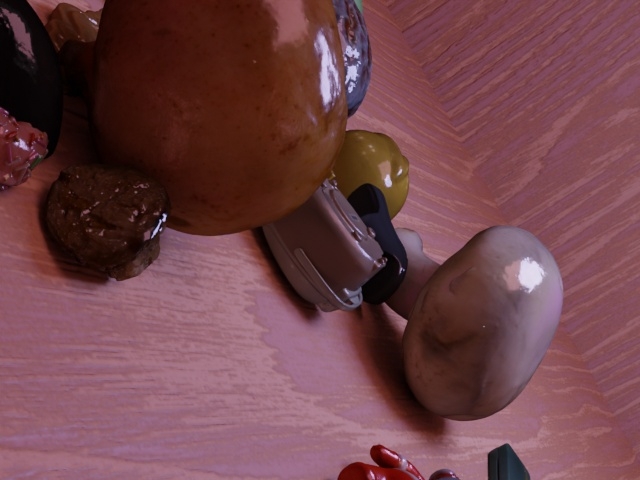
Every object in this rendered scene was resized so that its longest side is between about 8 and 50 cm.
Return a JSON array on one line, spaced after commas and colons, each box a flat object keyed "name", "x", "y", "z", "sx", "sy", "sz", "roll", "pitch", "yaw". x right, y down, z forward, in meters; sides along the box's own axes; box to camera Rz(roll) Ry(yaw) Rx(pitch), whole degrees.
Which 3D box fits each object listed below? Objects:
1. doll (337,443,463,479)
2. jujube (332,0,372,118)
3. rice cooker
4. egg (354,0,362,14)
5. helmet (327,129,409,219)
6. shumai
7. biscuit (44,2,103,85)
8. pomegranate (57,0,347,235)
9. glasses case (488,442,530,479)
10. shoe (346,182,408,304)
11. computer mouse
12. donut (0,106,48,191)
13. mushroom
[{"name": "doll", "x": 0.142, "y": 0.357, "z": 1.626, "sx": 0.336, "sy": 0.105, "sz": 0.200, "roll": 24, "pitch": 35, "yaw": -51}, {"name": "jujube", "x": -0.048, "y": -0.291, "z": 1.968, "sx": 0.215, "sy": 0.246, "sz": 0.308, "roll": 43, "pitch": 12, "yaw": -51}, {"name": "rice cooker", "x": 0.000, "y": 0.000, "z": 1.795, "sx": 0.206, "sy": 0.127, "sz": 0.145, "roll": 52, "pitch": 16, "yaw": 7}, {"name": "egg", "x": -0.045, "y": -0.408, "z": 2.227, "sx": 0.270, "sy": 0.220, "sz": 0.220, "roll": 46, "pitch": 20, "yaw": -46}, {"name": "helmet", "x": 0.084, "y": -0.111, "z": 2.236, "sx": 0.205, "sy": 0.140, "sz": 0.257, "roll": 51, "pitch": 15, "yaw": -25}, {"name": "shumai", "x": -0.214, "y": -0.011, "z": 1.289, "sx": 0.123, "sy": 0.105, "sz": 0.139, "roll": 10, "pitch": 17, "yaw": -7}, {"name": "biscuit", "x": -0.270, "y": -0.225, "z": 1.580, "sx": 0.144, "sy": 0.040, "sz": 0.236, "roll": 53, "pitch": 14, "yaw": 2}, {"name": "pomegranate", "x": -0.133, "y": -0.175, "z": 1.434, "sx": 0.338, "sy": 0.338, "sz": 0.338, "roll": 51, "pitch": 18, "yaw": -23}, {"name": "glasses case", "x": 0.311, "y": 0.408, "z": 2.121, "sx": 0.078, "sy": 0.039, "sz": 0.184, "roll": 55, "pitch": 16, "yaw": -12}, {"name": "shoe", "x": 0.058, "y": -0.003, "z": 2.027, "sx": 0.093, "sy": 0.108, "sz": 0.241, "roll": 24, "pitch": 34, "yaw": -30}, {"name": "computer mouse", "x": -0.326, "y": -0.212, "z": 1.306, "sx": 0.264, "sy": 0.088, "sz": 0.147, "roll": 53, "pitch": 14, "yaw": -7}, {"name": "donut", "x": -0.316, "y": -0.114, "z": 1.180, "sx": 0.166, "sy": 0.065, "sz": 0.117, "roll": 50, "pitch": 18, "yaw": -23}, {"name": "mushroom", "x": 0.246, "y": 0.119, "z": 2.026, "sx": 0.315, "sy": 0.315, "sz": 0.356, "roll": 53, "pitch": 7, "yaw": -18}]
